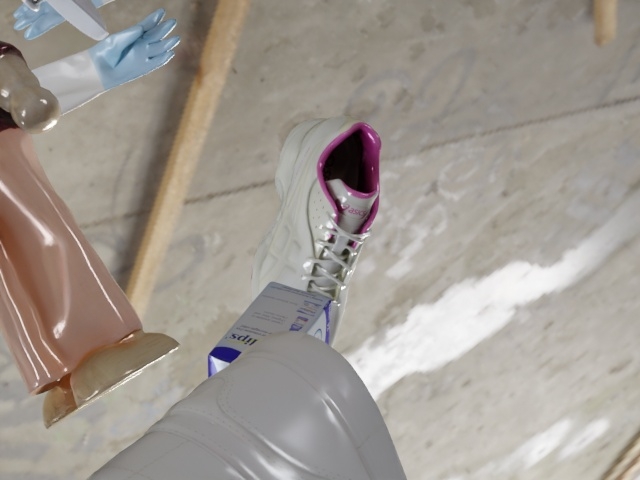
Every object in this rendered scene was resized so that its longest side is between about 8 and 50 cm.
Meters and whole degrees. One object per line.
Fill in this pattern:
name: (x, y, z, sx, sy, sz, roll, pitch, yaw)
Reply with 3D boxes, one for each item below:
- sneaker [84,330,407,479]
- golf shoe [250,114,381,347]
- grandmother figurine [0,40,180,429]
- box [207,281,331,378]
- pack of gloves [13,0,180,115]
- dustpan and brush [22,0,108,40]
sneaker: (-0.005, 0.198, 0.403, 0.108, 0.292, 0.169, -28, -179, 41)
golf shoe: (0.000, 0.000, 1.197, 0.115, 0.306, 0.140, 11, 171, -26)
grandmother figurine: (-0.218, -0.053, 0.676, 0.104, 0.342, 0.208, -29, 176, -46)
box: (-0.049, 0.132, 1.036, 0.137, 0.072, 0.126, -50, 150, -51)
pack of gloves: (-0.327, -0.311, 1.513, 0.232, 0.195, 0.046, -25, 174, 7)
dustpan and brush: (-0.308, -0.281, 1.134, 0.060, 0.211, 0.147, -43, 123, 9)
